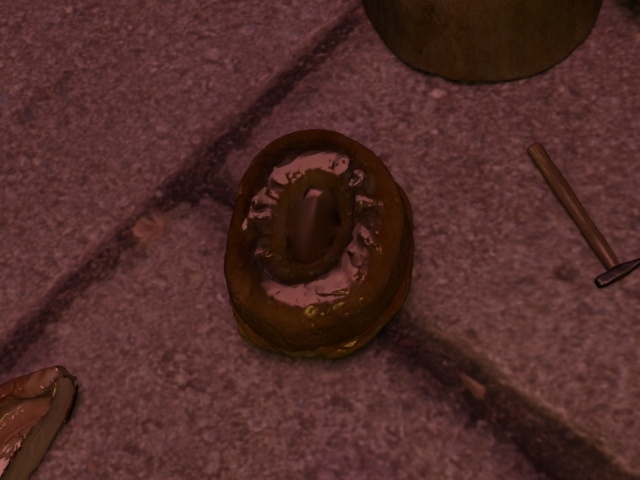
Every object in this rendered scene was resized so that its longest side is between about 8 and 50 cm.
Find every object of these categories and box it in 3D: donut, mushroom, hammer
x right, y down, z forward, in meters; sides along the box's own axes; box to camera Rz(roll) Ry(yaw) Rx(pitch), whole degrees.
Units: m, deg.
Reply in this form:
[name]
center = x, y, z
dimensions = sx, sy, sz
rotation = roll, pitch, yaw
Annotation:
[donut]
center = 0.000, 0.000, 1.258
dimensions = 0.209, 0.128, 0.261
rotation = -1, 65, 9
[mushroom]
center = -0.357, 0.227, 1.235
dimensions = 0.094, 0.072, 0.209
rotation = 21, 65, 17
[hammer]
center = 0.299, -0.037, 1.289
dimensions = 0.062, 0.013, 0.199
rotation = -25, 62, -4

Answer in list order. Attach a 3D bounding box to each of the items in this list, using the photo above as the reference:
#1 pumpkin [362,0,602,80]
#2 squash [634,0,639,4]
[pumpkin]
center = 0.200, -0.381, 1.383
dimensions = 0.332, 0.199, 0.332
rotation = -3, 65, 6
[squash]
center = 0.413, -0.374, 1.383
dimensions = 0.123, 0.123, 0.186
rotation = 6, 64, 13
